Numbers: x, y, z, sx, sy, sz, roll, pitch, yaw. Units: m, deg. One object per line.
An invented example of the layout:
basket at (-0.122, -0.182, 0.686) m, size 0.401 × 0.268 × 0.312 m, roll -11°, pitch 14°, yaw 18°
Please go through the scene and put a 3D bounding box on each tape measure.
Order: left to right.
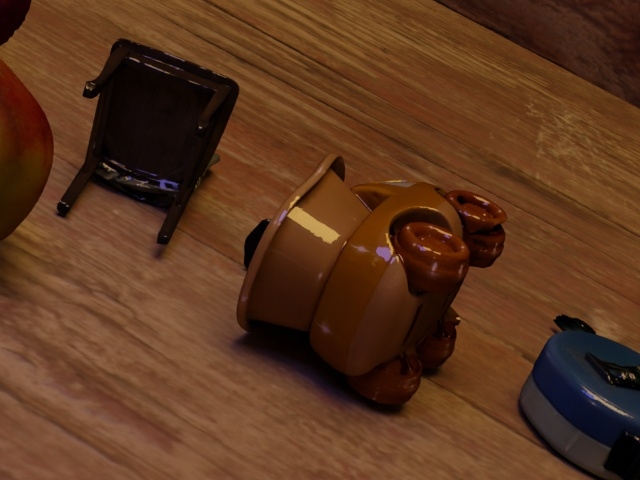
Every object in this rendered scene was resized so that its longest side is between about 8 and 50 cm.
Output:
tape measure at (0.314, 0.155, 1.674) m, size 0.215 × 0.098 × 0.351 m, roll 10°, pitch 24°, yaw -32°

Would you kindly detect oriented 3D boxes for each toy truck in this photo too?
toy truck at (0.058, 0.036, 1.534) m, size 0.211 × 0.204 × 0.288 m, roll 28°, pitch 25°, yaw 13°

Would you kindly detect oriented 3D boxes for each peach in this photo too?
peach at (-0.371, -0.093, 1.378) m, size 0.231 × 0.231 × 0.231 m, roll 21°, pitch 23°, yaw -9°

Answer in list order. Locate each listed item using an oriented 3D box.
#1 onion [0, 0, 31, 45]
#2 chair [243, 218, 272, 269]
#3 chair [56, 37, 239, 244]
onion at (-0.509, -0.363, 1.699) m, size 0.398 × 0.398 × 0.420 m, roll 25°, pitch -4°, yaw 2°
chair at (0.000, 0.000, 1.713) m, size 0.212 × 0.084 × 0.101 m, roll 14°, pitch 28°, yaw -22°
chair at (-0.191, -0.137, 1.697) m, size 0.160 × 0.186 × 0.319 m, roll 19°, pitch 25°, yaw 0°
